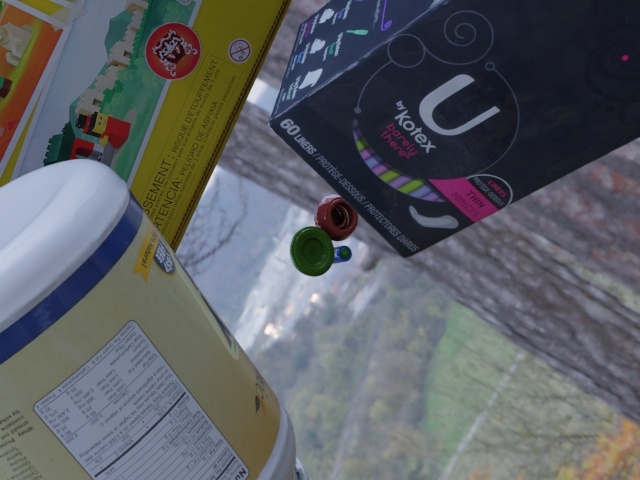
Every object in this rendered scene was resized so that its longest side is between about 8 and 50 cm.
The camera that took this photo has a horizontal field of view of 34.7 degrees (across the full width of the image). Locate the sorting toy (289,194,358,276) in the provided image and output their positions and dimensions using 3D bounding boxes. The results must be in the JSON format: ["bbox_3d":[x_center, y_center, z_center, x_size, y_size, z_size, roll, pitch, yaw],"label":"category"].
[{"bbox_3d":[0.000,0.000,1.047,0.102,0.061,0.042,-49,18,-29],"label":"sorting toy"}]

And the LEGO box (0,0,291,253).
[{"bbox_3d":[-0.256,-0.201,0.905,0.500,0.373,0.193,-64,31,9],"label":"LEGO box"}]

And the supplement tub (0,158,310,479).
[{"bbox_3d":[-0.158,0.126,0.723,0.228,0.316,0.228,-27,23,12],"label":"supplement tub"}]

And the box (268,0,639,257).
[{"bbox_3d":[0.121,-0.133,0.726,0.270,0.165,0.143,-31,30,33],"label":"box"}]
